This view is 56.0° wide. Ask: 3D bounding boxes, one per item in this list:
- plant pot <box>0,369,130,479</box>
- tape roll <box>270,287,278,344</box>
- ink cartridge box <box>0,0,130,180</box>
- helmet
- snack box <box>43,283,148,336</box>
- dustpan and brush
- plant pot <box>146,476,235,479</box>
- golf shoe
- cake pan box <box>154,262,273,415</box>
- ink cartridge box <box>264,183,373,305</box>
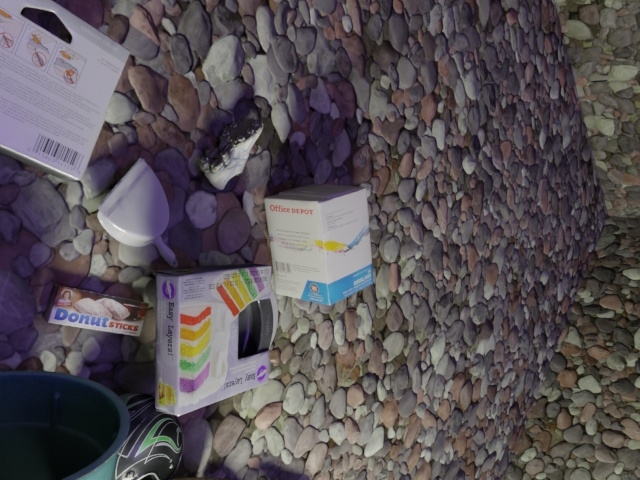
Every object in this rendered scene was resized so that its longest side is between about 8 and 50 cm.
[{"bbox_3d":[-0.454,0.406,0.838,0.341,0.341,0.334,-6,109,-47],"label":"plant pot"},{"bbox_3d":[-0.191,0.167,1.254,0.219,0.072,0.219,-8,101,-47],"label":"tape roll"},{"bbox_3d":[-0.455,-0.252,0.911,0.275,0.060,0.239,28,74,-45],"label":"ink cartridge box"},{"bbox_3d":[-0.336,0.354,1.058,0.161,0.169,0.169,44,63,-55],"label":"helmet"},{"bbox_3d":[-0.392,0.126,1.064,0.178,0.022,0.064,21,81,-47],"label":"snack box"},{"bbox_3d":[-0.316,-0.026,1.110,0.211,0.060,0.147,54,45,-30],"label":"dustpan and brush"},{"bbox_3d":[-0.291,0.538,1.079,0.274,0.256,0.257,35,70,-39],"label":"plant pot"},{"bbox_3d":[-0.177,-0.180,1.239,0.176,0.069,0.086,-50,149,-27],"label":"golf shoe"},{"bbox_3d":[-0.191,0.171,1.124,0.267,0.070,0.246,-1,96,-57],"label":"cake pan box"},{"bbox_3d":[0.000,0.000,1.364,0.168,0.171,0.233,-21,111,-44],"label":"ink cartridge box"}]
